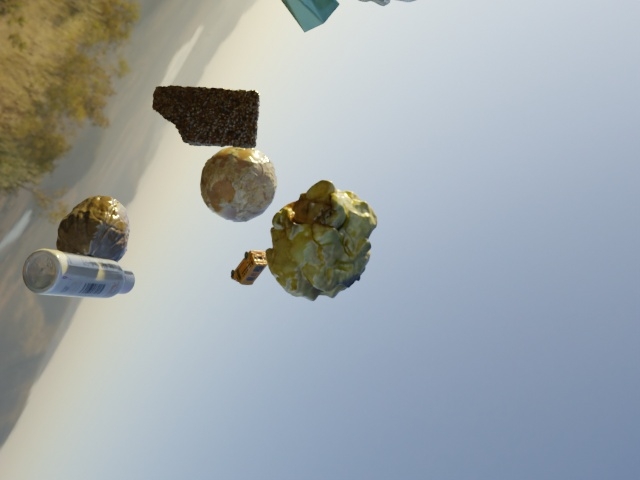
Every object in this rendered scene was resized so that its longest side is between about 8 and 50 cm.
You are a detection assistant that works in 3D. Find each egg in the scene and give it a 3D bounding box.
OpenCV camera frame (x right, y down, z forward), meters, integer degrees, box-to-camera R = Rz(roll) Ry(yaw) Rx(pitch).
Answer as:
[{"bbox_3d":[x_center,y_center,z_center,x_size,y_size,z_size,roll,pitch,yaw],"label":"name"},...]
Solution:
[{"bbox_3d":[-0.212,-0.151,1.760,0.203,0.203,0.245,-56,-178,15],"label":"egg"}]

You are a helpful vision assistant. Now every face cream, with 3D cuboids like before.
[{"bbox_3d":[-0.439,0.068,1.271,0.082,0.082,0.269,-59,163,2],"label":"face cream"}]

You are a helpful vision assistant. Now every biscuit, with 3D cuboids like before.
[{"bbox_3d":[-0.250,-0.267,1.449,0.026,0.237,0.131,74,20,-80],"label":"biscuit"}]

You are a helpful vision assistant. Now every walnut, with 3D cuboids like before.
[{"bbox_3d":[-0.542,-0.022,1.636,0.178,0.178,0.230,-54,-160,22],"label":"walnut"}]

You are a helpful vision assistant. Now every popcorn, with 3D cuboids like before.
[{"bbox_3d":[0.000,0.000,1.585,0.286,0.252,0.215,-52,-148,-14],"label":"popcorn"}]

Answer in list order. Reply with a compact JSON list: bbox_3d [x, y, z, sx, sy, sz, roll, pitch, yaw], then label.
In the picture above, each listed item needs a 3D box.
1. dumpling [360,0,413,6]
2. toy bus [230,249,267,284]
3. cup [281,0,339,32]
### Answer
[{"bbox_3d":[0.201,-0.690,1.661,0.243,0.187,0.318,-21,-176,-30],"label":"dumpling"},{"bbox_3d":[-0.244,0.101,2.319,0.162,0.070,0.074,-50,-130,39],"label":"toy bus"},{"bbox_3d":[-0.071,-0.722,1.906,0.134,0.236,0.148,-38,-141,15],"label":"cup"}]
